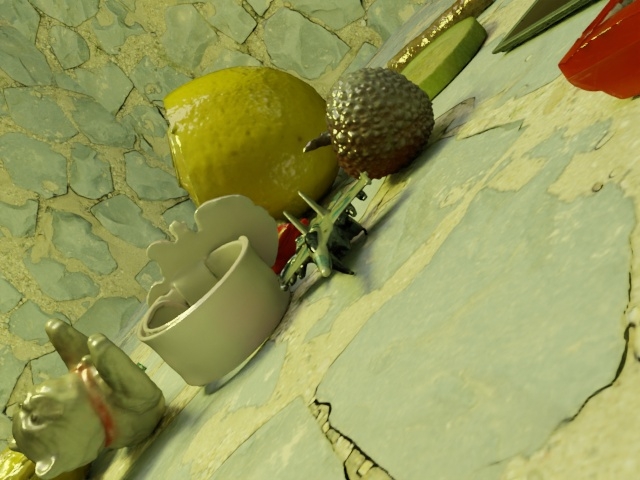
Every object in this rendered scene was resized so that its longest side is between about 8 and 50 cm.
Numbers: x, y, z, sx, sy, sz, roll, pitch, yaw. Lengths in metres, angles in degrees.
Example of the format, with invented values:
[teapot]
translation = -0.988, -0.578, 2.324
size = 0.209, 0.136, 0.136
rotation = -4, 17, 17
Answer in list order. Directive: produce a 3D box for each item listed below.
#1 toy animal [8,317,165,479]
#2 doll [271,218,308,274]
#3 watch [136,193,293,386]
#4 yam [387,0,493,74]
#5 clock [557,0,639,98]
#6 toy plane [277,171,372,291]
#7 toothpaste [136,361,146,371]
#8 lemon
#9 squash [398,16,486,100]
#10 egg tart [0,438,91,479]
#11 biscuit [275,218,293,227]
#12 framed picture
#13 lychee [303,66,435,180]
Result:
[toy animal]
translation = -0.362, 0.245, 0.960
size = 0.308, 0.266, 0.188
rotation = 10, 65, 38
[doll]
translation = -0.083, 0.035, 1.084
size = 0.169, 0.057, 0.109
rotation = -58, -8, 12
[watch]
translation = -0.149, 0.064, 0.915
size = 0.244, 0.196, 0.231
rotation = -41, 17, 2
[yam]
translation = 0.270, -0.474, 1.484
size = 0.300, 0.066, 0.066
rotation = -35, 17, 42
[clock]
translation = 0.276, -0.185, 0.511
size = 0.155, 0.061, 0.113
rotation = -49, 11, -27
[toy plane]
translation = 0.009, 0.006, 0.798
size = 0.192, 0.088, 0.262
rotation = -51, 21, 12
[toothpaste]
translation = -0.427, 0.301, 1.517
size = 0.020, 0.017, 0.083
rotation = -51, 12, -19
[lemon]
translation = -0.121, -0.179, 1.267
size = 0.364, 0.364, 0.364
rotation = -45, 12, 12
[squash]
translation = 0.209, -0.324, 1.234
size = 0.252, 0.049, 0.252
rotation = -44, 13, 12
[egg tart]
translation = -0.494, 0.415, 1.090
size = 0.345, 0.132, 0.345
rotation = -45, 12, 13
[biscuit]
translation = -0.126, 0.045, 1.195
size = 0.219, 0.055, 0.061
rotation = -45, -18, 10
[framed picture]
translation = 0.376, -0.367, 0.852
size = 0.232, 0.019, 0.296
rotation = -49, 11, -13
[lychee]
translation = 0.068, -0.167, 0.926
size = 0.198, 0.165, 0.165
rotation = -14, 15, 2
